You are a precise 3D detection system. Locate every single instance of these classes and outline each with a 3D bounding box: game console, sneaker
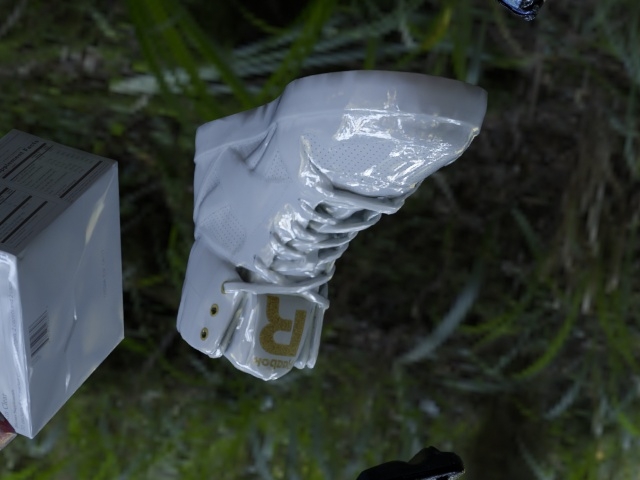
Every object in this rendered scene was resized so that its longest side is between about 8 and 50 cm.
[{"bbox_3d":[0.034,0.269,1.483,0.213,0.044,0.361,-19,164,-18],"label":"game console"},{"bbox_3d":[0.000,0.000,0.908,0.108,0.169,0.292,11,169,-24],"label":"sneaker"}]

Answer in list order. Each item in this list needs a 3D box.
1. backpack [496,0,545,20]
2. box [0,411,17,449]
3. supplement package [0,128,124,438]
[{"bbox_3d":[0.164,-0.263,1.332,0.114,0.084,0.105,33,-146,4],"label":"backpack"},{"bbox_3d":[-0.387,0.173,1.072,0.154,0.300,0.142,50,179,10],"label":"box"},{"bbox_3d":[-0.336,0.047,1.727,0.145,0.261,0.204,18,-141,19],"label":"supplement package"}]
